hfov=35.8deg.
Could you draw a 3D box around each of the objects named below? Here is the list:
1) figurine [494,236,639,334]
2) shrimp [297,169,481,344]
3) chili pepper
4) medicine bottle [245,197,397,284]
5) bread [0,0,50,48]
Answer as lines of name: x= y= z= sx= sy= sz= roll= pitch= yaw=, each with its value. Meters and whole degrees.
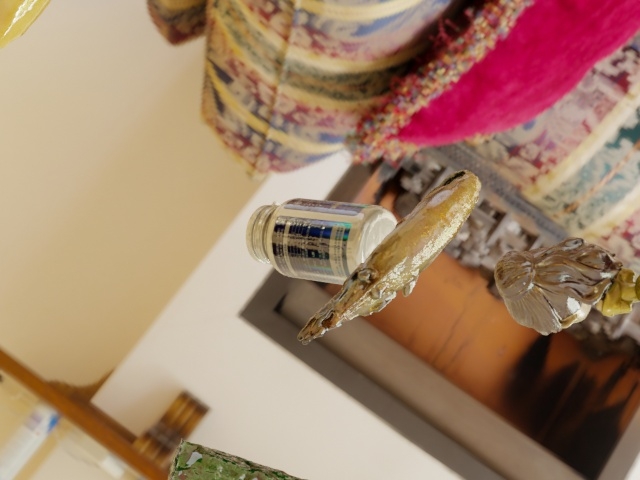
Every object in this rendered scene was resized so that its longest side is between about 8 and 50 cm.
figurine: x=0.384 y=0.057 z=1.240 sx=0.315 sy=0.187 sz=0.168 roll=-6 pitch=173 yaw=30
shrimp: x=0.081 y=0.028 z=1.076 sx=0.066 sy=0.262 sz=0.117 roll=47 pitch=176 yaw=1
chili pepper: x=-0.031 y=0.290 z=1.022 sx=0.270 sy=0.099 sz=0.136 roll=18 pitch=-177 yaw=-4
medicine bottle: x=0.000 y=0.000 z=1.297 sx=0.191 sy=0.107 sz=0.107 roll=7 pitch=147 yaw=35
bread: x=-0.447 y=-0.295 z=1.039 sx=0.424 sy=0.245 sz=0.329 roll=-38 pitch=75 yaw=30
